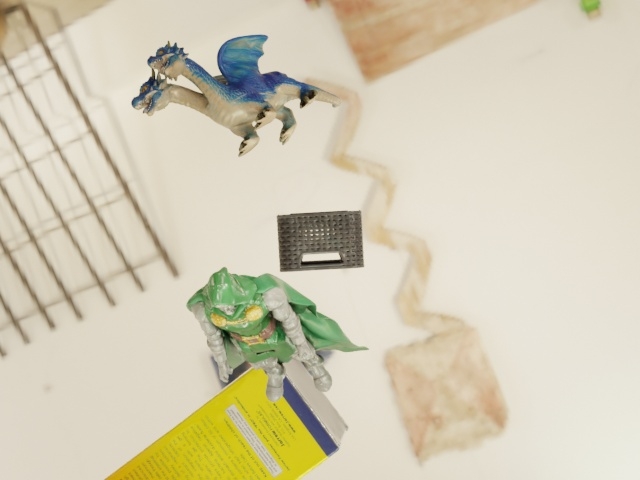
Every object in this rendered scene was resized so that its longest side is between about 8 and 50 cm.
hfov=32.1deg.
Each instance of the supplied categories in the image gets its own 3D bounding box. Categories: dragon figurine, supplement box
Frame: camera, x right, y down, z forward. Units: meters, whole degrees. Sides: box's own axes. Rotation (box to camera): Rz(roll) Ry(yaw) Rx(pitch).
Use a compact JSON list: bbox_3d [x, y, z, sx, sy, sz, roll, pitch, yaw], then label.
[{"bbox_3d":[-0.085,-0.185,1.306,0.289,0.144,0.085,-27,159,-46],"label":"dragon figurine"},{"bbox_3d":[-0.153,0.364,1.891,0.356,0.195,0.194,-37,177,6],"label":"supplement box"}]

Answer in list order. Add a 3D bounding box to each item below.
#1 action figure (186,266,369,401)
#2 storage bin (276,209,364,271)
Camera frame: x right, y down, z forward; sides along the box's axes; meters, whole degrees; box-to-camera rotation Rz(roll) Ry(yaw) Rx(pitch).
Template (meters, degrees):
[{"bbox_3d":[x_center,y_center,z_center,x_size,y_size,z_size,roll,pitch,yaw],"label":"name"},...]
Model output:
[{"bbox_3d":[-0.050,0.077,0.928,0.137,0.064,0.232,-15,153,10],"label":"action figure"},{"bbox_3d":[0.000,0.000,1.644,0.122,0.084,0.180,-3,-179,0],"label":"storage bin"}]
